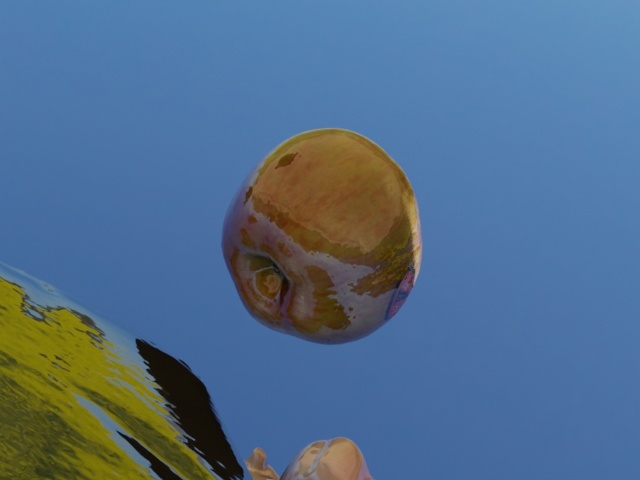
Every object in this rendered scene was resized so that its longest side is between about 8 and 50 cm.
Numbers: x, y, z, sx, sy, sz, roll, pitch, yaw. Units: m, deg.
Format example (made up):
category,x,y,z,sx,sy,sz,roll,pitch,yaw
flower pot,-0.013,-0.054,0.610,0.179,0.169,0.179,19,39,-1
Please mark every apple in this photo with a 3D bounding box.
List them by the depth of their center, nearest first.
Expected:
category,x,y,z,sx,sy,sz,roll,pitch,yaw
apple,-0.002,-0.003,0.830,0.102,0.126,0.126,-27,-130,-34

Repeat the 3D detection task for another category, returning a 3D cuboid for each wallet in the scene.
category,x,y,z,sx,sy,sz,roll,pitch,yaw
wallet,-0.087,0.066,0.455,0.168,0.052,0.245,32,-171,-23

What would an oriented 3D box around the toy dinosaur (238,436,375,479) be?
category,x,y,z,sx,sy,sz,roll,pitch,yaw
toy dinosaur,-0.042,0.166,0.811,0.177,0.194,0.152,15,-151,21
